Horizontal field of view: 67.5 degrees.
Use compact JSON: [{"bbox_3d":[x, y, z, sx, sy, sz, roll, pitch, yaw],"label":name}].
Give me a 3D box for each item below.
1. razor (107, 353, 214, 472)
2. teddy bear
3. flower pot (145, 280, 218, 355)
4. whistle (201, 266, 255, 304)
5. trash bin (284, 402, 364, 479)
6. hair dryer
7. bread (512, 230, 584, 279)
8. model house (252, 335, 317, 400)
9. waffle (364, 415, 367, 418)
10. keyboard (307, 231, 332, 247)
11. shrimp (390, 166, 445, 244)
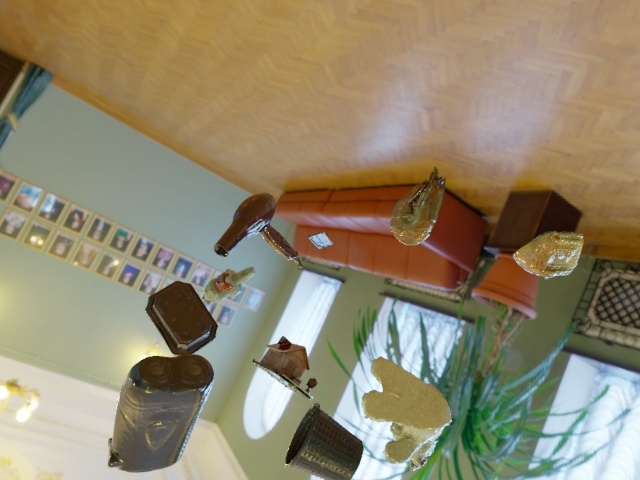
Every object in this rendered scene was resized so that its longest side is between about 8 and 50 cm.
[{"bbox_3d":[-0.394,0.421,1.168,0.204,0.349,0.113,9,-148,-30],"label":"razor"},{"bbox_3d":[0.276,0.630,1.685,0.375,0.327,0.362,23,141,-2],"label":"teddy bear"},{"bbox_3d":[-0.465,0.255,1.613,0.251,0.178,0.084,54,154,8],"label":"flower pot"},{"bbox_3d":[-0.363,0.173,1.863,0.106,0.253,0.102,28,-142,-65],"label":"whistle"},{"bbox_3d":[0.016,0.529,1.219,0.161,0.175,0.175,31,172,-4],"label":"trash bin"},{"bbox_3d":[-0.193,0.019,1.734,0.123,0.313,0.340,-21,119,44],"label":"hair dryer"},{"bbox_3d":[0.830,0.072,1.740,0.174,0.133,0.252,0,156,-14],"label":"bread"},{"bbox_3d":[-0.115,0.480,1.851,0.207,0.154,0.294,40,160,-18],"label":"model house"},{"bbox_3d":[0.273,0.643,1.917,0.070,0.197,0.193,44,-147,12],"label":"waffle"},{"bbox_3d":[0.000,0.000,1.795,0.063,0.010,0.198,-17,165,7],"label":"keyboard"},{"bbox_3d":[0.252,-0.092,1.233,0.115,0.217,0.051,24,-178,16],"label":"shrimp"}]
